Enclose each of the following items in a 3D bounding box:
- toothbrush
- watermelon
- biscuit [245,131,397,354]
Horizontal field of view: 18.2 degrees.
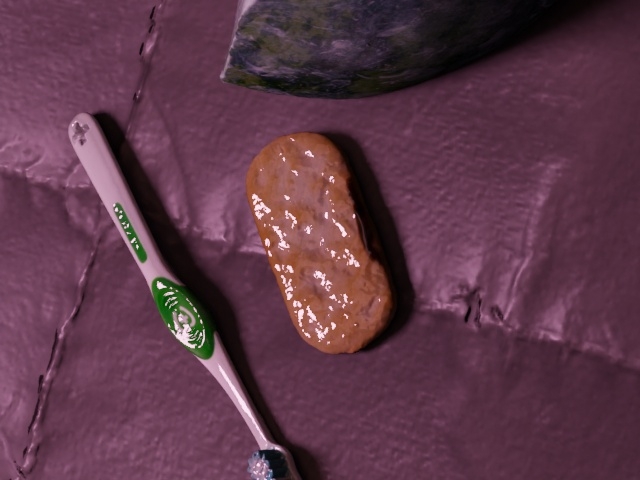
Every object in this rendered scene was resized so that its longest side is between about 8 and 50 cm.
[{"bbox_3d":[-0.086,0.042,1.255,0.030,0.030,0.304,-35,69,11],"label":"toothbrush"},{"bbox_3d":[0.067,-0.236,1.168,0.289,0.320,0.214,-15,46,-14],"label":"watermelon"},{"bbox_3d":[0.000,0.000,1.233,0.071,0.018,0.147,-25,75,16],"label":"biscuit"}]
